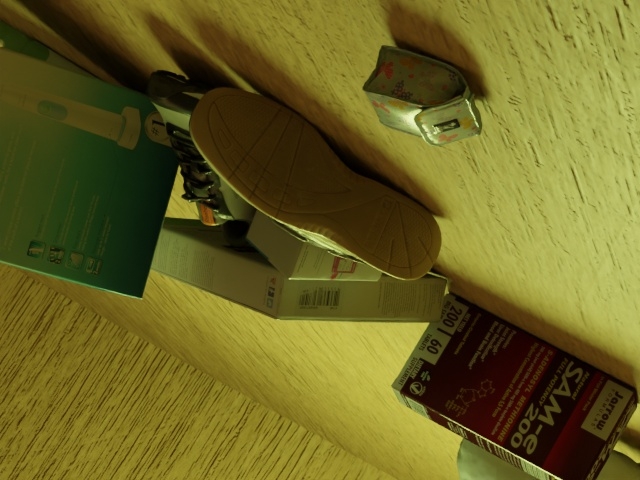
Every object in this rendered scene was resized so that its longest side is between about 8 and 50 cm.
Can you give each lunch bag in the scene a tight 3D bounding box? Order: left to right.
[{"bbox_3d":[0.082,-0.108,1.445,0.083,0.053,0.071,18,165,19],"label":"lunch bag"}]

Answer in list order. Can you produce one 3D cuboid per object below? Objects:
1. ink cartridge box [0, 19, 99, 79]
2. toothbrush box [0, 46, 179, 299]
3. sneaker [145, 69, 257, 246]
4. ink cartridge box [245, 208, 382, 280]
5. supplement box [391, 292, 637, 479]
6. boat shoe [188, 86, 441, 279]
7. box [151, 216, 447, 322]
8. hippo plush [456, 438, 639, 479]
[{"bbox_3d":[-0.313,-0.153,2.118,0.209,0.109,0.062,32,167,1],"label":"ink cartridge box"},{"bbox_3d":[-0.312,-0.079,1.968,0.296,0.216,0.126,16,176,-29],"label":"toothbrush box"},{"bbox_3d":[-0.104,-0.080,1.896,0.100,0.108,0.271,26,166,34],"label":"sneaker"},{"bbox_3d":[0.000,0.000,1.923,0.122,0.052,0.088,4,-154,-40],"label":"ink cartridge box"},{"bbox_3d":[0.214,0.173,2.056,0.239,0.130,0.073,27,167,19],"label":"supplement box"},{"bbox_3d":[-0.015,-0.049,1.816,0.285,0.102,0.092,30,165,-19],"label":"boat shoe"},{"bbox_3d":[-0.050,0.030,2.082,0.232,0.058,0.322,4,-169,-39],"label":"box"},{"bbox_3d":[0.305,0.302,2.313,0.237,0.234,0.294,3,111,31],"label":"hippo plush"}]
